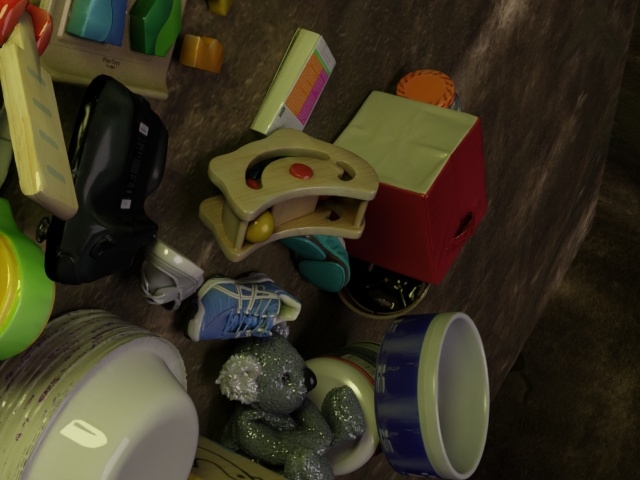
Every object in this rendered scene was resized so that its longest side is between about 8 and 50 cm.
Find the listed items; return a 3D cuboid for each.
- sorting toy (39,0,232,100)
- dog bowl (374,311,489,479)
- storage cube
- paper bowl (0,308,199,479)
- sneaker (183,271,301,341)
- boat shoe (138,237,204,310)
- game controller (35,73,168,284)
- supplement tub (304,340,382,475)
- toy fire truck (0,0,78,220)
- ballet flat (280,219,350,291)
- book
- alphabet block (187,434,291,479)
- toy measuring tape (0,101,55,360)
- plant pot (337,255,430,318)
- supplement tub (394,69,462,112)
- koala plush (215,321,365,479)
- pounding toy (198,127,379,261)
[{"bbox_3d":[-0.146,-0.246,0.927,0.307,0.041,0.229,-8,112,-69],"label":"sorting toy"},{"bbox_3d":[0.184,0.248,1.595,0.265,0.104,0.264,16,72,-61],"label":"dog bowl"},{"bbox_3d":[0.130,-0.083,1.497,0.183,0.215,0.193,-53,147,-31],"label":"storage cube"},{"bbox_3d":[-0.237,0.226,1.046,0.284,0.148,0.284,-48,149,-41],"label":"paper bowl"},{"bbox_3d":[-0.101,0.090,1.304,0.211,0.081,0.080,-20,130,-58],"label":"sneaker"},{"bbox_3d":[-0.173,0.043,1.098,0.063,0.066,0.184,-55,-179,-11],"label":"boat shoe"},{"bbox_3d":[-0.186,-0.050,0.883,0.319,0.067,0.166,-159,-106,-86],"label":"game controller"},{"bbox_3d":[0.058,0.273,1.673,0.272,0.191,0.191,-7,117,-64],"label":"supplement tub"},{"bbox_3d":[-0.248,-0.127,0.577,0.217,0.246,0.158,4,106,-66],"label":"toy fire truck"},{"bbox_3d":[0.000,0.000,1.454,0.247,0.083,0.087,58,43,-65],"label":"ballet flat"},{"bbox_3d":[-0.031,-0.187,1.277,0.144,0.035,0.096,-64,158,-6],"label":"book"},{"bbox_3d":[-0.170,0.371,1.268,0.197,0.192,0.193,21,89,-68],"label":"alphabet block"},{"bbox_3d":[-0.257,-0.013,0.830,0.330,0.121,0.121,-67,157,-3],"label":"toy measuring tape"},{"bbox_3d":[0.115,0.054,1.665,0.166,0.167,0.165,-67,166,-2],"label":"plant pot"},{"bbox_3d":[0.173,-0.179,1.619,0.117,0.117,0.190,-54,152,-30],"label":"supplement tub"},{"bbox_3d":[-0.072,0.225,1.418,0.196,0.203,0.221,-50,132,-54],"label":"koala plush"},{"bbox_3d":[-0.030,-0.034,1.233,0.270,0.154,0.154,-30,147,-44],"label":"pounding toy"}]
